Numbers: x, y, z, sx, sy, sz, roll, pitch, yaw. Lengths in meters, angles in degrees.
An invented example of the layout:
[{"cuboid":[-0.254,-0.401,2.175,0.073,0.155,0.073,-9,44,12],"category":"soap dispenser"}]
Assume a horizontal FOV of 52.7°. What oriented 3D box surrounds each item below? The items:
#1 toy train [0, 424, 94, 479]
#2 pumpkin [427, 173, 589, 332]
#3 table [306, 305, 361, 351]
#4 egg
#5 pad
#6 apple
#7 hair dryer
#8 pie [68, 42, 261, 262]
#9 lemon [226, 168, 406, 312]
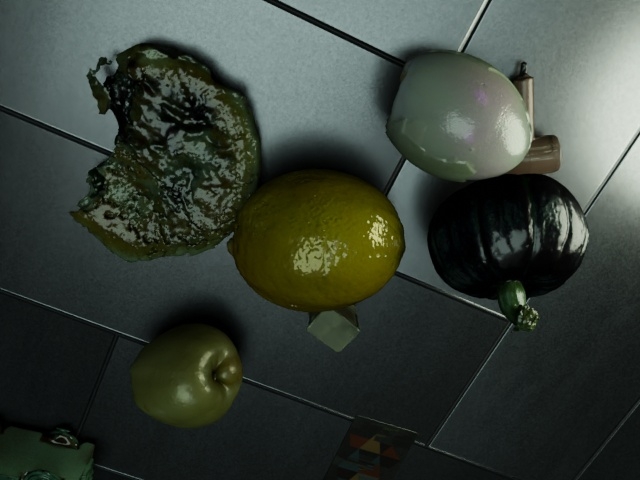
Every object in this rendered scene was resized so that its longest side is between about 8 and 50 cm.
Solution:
[{"cuboid":[-0.615,0.447,1.277,0.326,0.129,0.159,15,119,-8],"category":"toy train"},{"cuboid":[0.295,0.028,1.018,0.248,0.248,0.248,0,114,0],"category":"pumpkin"},{"cuboid":[0.021,0.141,1.165,0.079,0.083,0.062,38,108,-15],"category":"table"},{"cuboid":[0.210,-0.179,0.964,0.217,0.183,0.183,20,113,3],"category":"egg"},{"cuboid":[0.099,0.463,1.356,0.142,0.003,0.211,18,113,-9],"category":"pad"},{"cuboid":[-0.239,0.243,1.158,0.200,0.200,0.200,0,114,0],"category":"apple"},{"cuboid":[0.320,-0.192,1.037,0.117,0.064,0.182,-5,106,4],"category":"hair dryer"},{"cuboid":[-0.246,-0.120,1.050,0.296,0.078,0.371,15,112,-9],"category":"pie"},{"cuboid":[-0.005,0.000,1.023,0.263,0.236,0.236,-26,114,-14],"category":"lemon"}]
